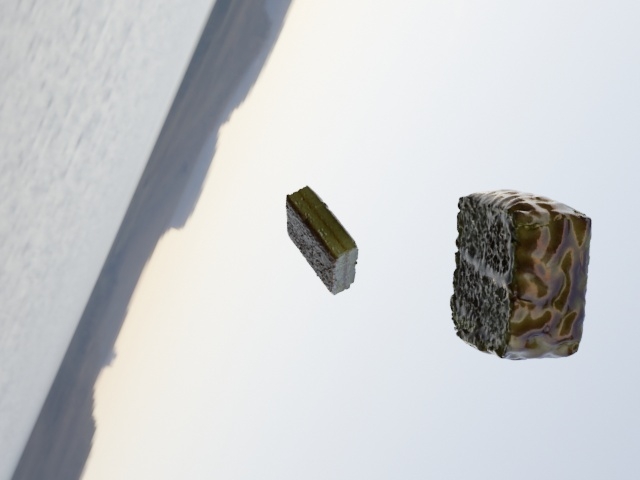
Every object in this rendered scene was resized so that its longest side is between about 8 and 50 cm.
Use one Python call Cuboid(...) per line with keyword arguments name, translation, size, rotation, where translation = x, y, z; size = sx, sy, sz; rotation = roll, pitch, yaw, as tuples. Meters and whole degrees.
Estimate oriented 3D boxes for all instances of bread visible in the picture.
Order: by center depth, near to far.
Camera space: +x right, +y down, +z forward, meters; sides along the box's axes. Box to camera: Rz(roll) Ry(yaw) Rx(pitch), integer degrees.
Cuboid(name="bread", translation=(0.000, 0.000, 1.014), size=(0.035, 0.094, 0.090), rotation=(-30, 155, -17))
Cuboid(name="bread", translation=(0.211, 0.037, 1.040), size=(0.222, 0.096, 0.181), rotation=(-144, -125, -79))
